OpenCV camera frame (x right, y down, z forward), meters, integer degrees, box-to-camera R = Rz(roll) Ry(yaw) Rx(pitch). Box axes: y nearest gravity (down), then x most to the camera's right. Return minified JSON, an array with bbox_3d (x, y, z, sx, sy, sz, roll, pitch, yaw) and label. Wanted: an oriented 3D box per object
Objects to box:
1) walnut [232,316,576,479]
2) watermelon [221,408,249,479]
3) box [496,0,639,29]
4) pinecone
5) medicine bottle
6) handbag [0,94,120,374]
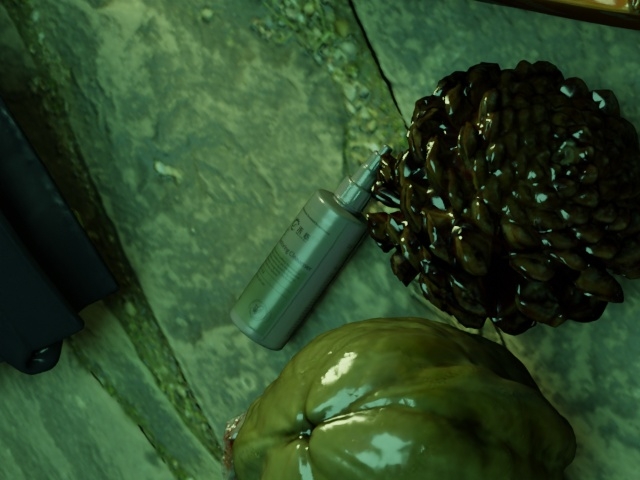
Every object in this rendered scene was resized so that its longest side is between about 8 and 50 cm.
[{"bbox_3d":[0.061,0.170,1.427,0.283,0.283,0.227,-15,65,23],"label":"walnut"},{"bbox_3d":[-0.019,0.146,1.569,0.081,0.094,0.180,38,88,24],"label":"watermelon"},{"bbox_3d":[0.134,-0.255,1.434,0.341,0.225,0.143,13,96,25],"label":"box"},{"bbox_3d":[0.140,-0.030,1.443,0.221,0.221,0.221,-1,88,25],"label":"pinecone"},{"bbox_3d":[0.000,0.000,1.577,0.057,0.057,0.199,42,105,20],"label":"medicine bottle"},{"bbox_3d":[-0.367,-0.011,1.653,0.303,0.122,0.329,-23,107,35],"label":"handbag"}]
